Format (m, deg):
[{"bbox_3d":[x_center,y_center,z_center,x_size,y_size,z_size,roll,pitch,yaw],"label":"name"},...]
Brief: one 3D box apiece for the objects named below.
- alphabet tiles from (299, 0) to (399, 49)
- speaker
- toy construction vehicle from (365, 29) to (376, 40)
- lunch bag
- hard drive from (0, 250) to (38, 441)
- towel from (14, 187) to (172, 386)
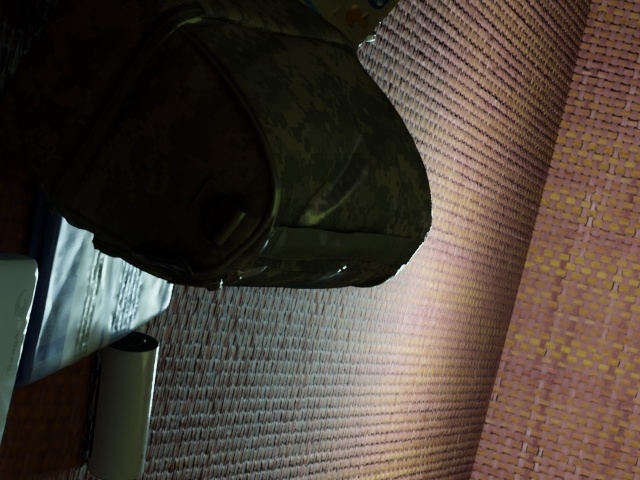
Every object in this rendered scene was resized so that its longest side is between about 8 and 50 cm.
[{"bbox_3d":[-0.024,-0.255,1.824,0.198,0.009,0.237,51,52,-16],"label":"alphabet tiles"},{"bbox_3d":[-0.185,0.154,1.847,0.055,0.055,0.136,-39,140,-64],"label":"speaker"},{"bbox_3d":[0.037,-0.211,2.317,0.098,0.035,0.086,-33,135,-67],"label":"toy construction vehicle"},{"bbox_3d":[-0.067,-0.070,1.539,0.212,0.256,0.305,-56,155,16],"label":"lunch bag"},{"bbox_3d":[-0.306,0.109,1.430,0.307,0.040,0.203,1,103,-73],"label":"hard drive"},{"bbox_3d":[-0.188,0.000,1.747,0.285,0.034,0.209,-30,135,-66],"label":"towel"}]
